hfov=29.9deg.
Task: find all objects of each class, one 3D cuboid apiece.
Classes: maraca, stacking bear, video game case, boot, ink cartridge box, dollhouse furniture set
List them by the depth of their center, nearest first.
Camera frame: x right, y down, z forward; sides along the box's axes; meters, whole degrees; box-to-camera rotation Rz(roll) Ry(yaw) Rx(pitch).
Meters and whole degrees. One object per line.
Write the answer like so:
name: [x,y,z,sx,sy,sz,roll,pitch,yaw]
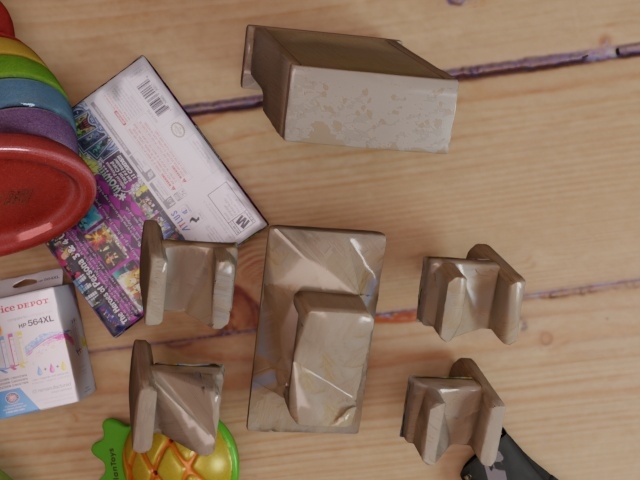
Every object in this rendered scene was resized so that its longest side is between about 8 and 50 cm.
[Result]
dollhouse furniture set: [0.000,0.000,1.223,0.362,0.256,0.394,4,107,-12]
stacking bear: [-0.346,-0.145,1.227,0.164,0.175,0.289,-3,54,-36]
maraca: [-0.167,0.238,1.285,0.186,0.099,0.127,-10,88,27]
ink cartridge box: [-0.308,0.107,1.286,0.092,0.090,0.143,-13,91,1]
boot: [0.174,0.311,1.294,0.198,0.077,0.137,-42,85,-12]
video game case: [-0.207,-0.047,1.307,0.210,0.042,0.232,-37,90,1]

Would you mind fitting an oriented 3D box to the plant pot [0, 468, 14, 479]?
plant pot: [-0.415,0.382,1.153,0.275,0.293,0.274,-2,108,-8]
